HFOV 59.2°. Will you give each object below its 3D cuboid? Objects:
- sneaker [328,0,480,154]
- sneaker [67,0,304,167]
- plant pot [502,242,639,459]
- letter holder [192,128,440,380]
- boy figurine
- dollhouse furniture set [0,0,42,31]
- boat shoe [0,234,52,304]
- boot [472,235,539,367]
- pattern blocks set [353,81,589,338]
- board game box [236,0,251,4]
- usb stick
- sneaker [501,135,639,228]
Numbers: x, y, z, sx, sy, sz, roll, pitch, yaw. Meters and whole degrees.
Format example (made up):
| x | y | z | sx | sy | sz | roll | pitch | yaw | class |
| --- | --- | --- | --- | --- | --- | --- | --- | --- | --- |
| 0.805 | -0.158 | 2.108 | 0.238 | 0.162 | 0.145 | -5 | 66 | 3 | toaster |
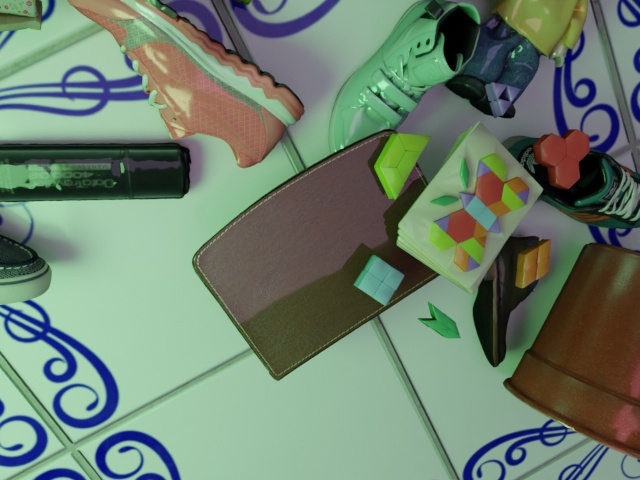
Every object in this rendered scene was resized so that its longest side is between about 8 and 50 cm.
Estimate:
| x | y | z | sx | sy | sz | roll | pitch | yaw | class |
| --- | --- | --- | --- | --- | --- | --- | --- | --- | --- |
| 0.102 | -0.201 | 0.729 | 0.094 | 0.151 | 0.255 | 29 | 99 | -20 | sneaker |
| -0.176 | -0.197 | 0.689 | 0.314 | 0.116 | 0.136 | 30 | 99 | -19 | sneaker |
| 0.462 | 0.158 | 0.868 | 0.273 | 0.272 | 0.264 | 20 | 92 | -17 | plant pot |
| 0.000 | 0.000 | 0.767 | 0.302 | 0.152 | 0.214 | -33 | 108 | -2 | letter holder |
| 0.281 | -0.318 | 0.767 | 0.177 | 0.092 | 0.285 | 25 | 98 | -17 | boy figurine |
| -0.387 | -0.222 | 0.549 | 0.356 | 0.173 | 0.303 | -1 | 148 | -21 | dollhouse furniture set |
| -0.489 | -0.034 | 0.657 | 0.341 | 0.127 | 0.158 | 12 | 108 | -14 | boat shoe |
| 0.303 | 0.094 | 0.896 | 0.106 | 0.082 | 0.219 | -11 | 106 | -6 | boot |
| 0.192 | -0.038 | 0.709 | 0.286 | 0.026 | 0.324 | 24 | 89 | -20 | pattern blocks set |
| -0.080 | -0.383 | 0.667 | 0.043 | 0.092 | 0.181 | 12 | 103 | -16 | board game box |
| -0.309 | -0.088 | 0.728 | 0.278 | 0.045 | 0.077 | -2 | 113 | -12 | usb stick |
| 0.415 | -0.074 | 0.850 | 0.303 | 0.121 | 0.108 | 14 | 102 | -16 | sneaker |
